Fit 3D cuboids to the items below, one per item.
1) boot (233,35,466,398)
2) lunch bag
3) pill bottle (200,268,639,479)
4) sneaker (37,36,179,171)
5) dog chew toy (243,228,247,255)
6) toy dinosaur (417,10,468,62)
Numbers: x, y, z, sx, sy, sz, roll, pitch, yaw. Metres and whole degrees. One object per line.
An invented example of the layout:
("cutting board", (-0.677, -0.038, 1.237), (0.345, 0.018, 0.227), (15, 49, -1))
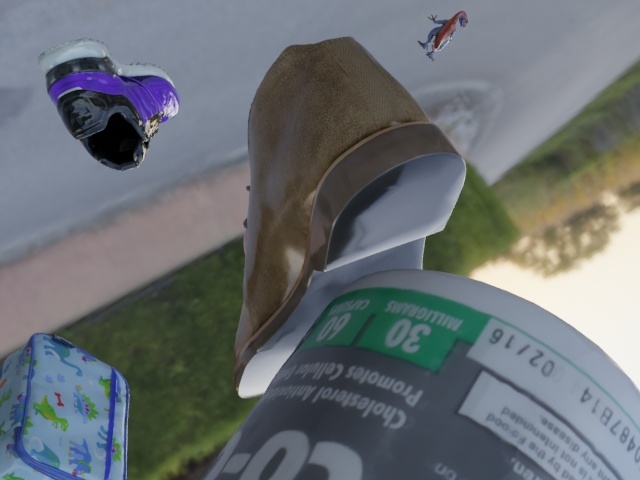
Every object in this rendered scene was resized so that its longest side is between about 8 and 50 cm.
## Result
("boot", (-0.004, -0.002, 0.700), (0.112, 0.115, 0.305), (-17, 152, -26))
("lunch bag", (-0.328, 0.235, 1.442), (0.090, 0.176, 0.219), (-37, -145, 25))
("pill bottle", (0.002, 0.204, 0.510), (0.361, 0.204, 0.204), (-53, -173, -31))
("sneaker", (-0.258, -0.155, 1.452), (0.102, 0.146, 0.293), (-23, 171, 16))
("dog chew toy", (0.000, 0.000, 1.771), (0.207, 0.206, 0.332), (-30, -164, -37))
("toy dinosaur", (0.175, -0.282, 1.536), (0.082, 0.047, 0.090), (-43, -155, -1))
